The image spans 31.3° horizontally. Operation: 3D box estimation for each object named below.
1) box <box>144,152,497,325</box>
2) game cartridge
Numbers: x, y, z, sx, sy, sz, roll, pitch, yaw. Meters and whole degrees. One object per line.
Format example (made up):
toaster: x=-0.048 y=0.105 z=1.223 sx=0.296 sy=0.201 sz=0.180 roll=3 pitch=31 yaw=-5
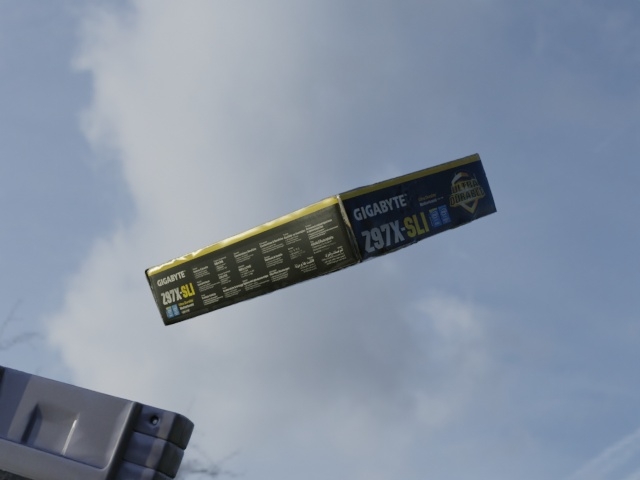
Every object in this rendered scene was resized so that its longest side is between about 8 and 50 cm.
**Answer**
box: x=0.000 y=0.000 z=1.293 sx=0.322 sy=0.079 sz=0.257 roll=-20 pitch=-2 yaw=43
game cartridge: x=-0.349 y=0.289 z=1.429 sx=0.355 sy=0.230 sz=0.068 roll=9 pitch=-24 yaw=28
